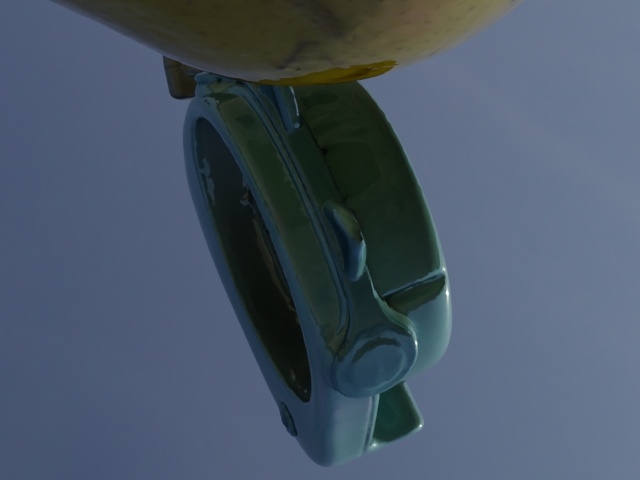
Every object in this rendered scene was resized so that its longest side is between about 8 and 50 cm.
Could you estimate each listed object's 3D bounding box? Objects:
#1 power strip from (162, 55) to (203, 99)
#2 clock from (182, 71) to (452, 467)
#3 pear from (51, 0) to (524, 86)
[{"bbox_3d":[-0.053,-0.132,1.284,0.093,0.288,0.053,-8,-88,9],"label":"power strip"},{"bbox_3d":[0.000,0.000,1.009,0.094,0.274,0.224,-21,-107,-14],"label":"clock"},{"bbox_3d":[-0.022,-0.205,0.664,0.336,0.285,0.285,26,-146,-47],"label":"pear"}]
